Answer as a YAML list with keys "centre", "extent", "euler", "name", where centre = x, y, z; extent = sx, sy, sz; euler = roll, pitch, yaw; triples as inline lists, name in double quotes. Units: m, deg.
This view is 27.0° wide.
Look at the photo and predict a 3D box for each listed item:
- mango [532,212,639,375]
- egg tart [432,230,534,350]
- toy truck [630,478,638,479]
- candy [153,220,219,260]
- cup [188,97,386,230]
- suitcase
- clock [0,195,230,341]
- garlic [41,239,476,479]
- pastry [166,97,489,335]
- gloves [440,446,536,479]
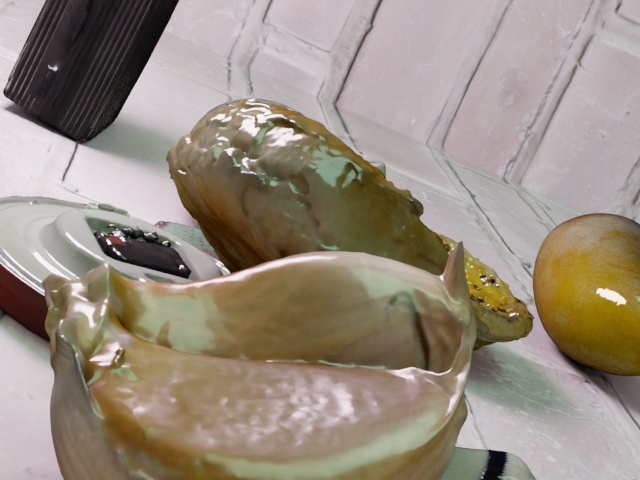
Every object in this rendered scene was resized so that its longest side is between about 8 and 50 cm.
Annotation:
- centre: [0.413, 0.082, 1.860]
  extent: [0.221, 0.199, 0.384]
  euler: [23, 15, -13]
  name: "mango"
- centre: [0.127, 0.062, 1.655]
  extent: [0.291, 0.107, 0.291]
  euler: [28, 13, -7]
  name: "egg tart"
- centre: [0.373, 0.285, 1.301]
  extent: [0.169, 0.077, 0.100]
  euler: [22, 15, -7]
  name: "toy truck"
- centre: [-0.144, 0.016, 1.472]
  extent: [0.103, 0.043, 0.103]
  euler: [21, 14, -5]
  name: "candy"
- centre: [-0.051, -0.091, 1.691]
  extent: [0.258, 0.186, 0.234]
  euler: [1, 12, -9]
  name: "cup"
- centre: [-0.285, -0.315, 1.843]
  extent: [0.152, 0.335, 0.229]
  euler: [29, 13, -3]
  name: "suitcase"
- centre: [-0.178, 0.035, 1.266]
  extent: [0.318, 0.080, 0.318]
  euler: [24, 13, -6]
  name: "clock"
- centre: [-0.038, 0.111, 0.927]
  extent: [0.313, 0.249, 0.286]
  euler: [6, -6, -14]
  name: "garlic"
- centre: [0.000, 0.000, 1.181]
  extent: [0.329, 0.136, 0.329]
  euler: [44, -12, 12]
  name: "pastry"
- centre: [0.142, 0.236, 0.989]
  extent: [0.218, 0.131, 0.140]
  euler: [20, 14, 21]
  name: "gloves"
